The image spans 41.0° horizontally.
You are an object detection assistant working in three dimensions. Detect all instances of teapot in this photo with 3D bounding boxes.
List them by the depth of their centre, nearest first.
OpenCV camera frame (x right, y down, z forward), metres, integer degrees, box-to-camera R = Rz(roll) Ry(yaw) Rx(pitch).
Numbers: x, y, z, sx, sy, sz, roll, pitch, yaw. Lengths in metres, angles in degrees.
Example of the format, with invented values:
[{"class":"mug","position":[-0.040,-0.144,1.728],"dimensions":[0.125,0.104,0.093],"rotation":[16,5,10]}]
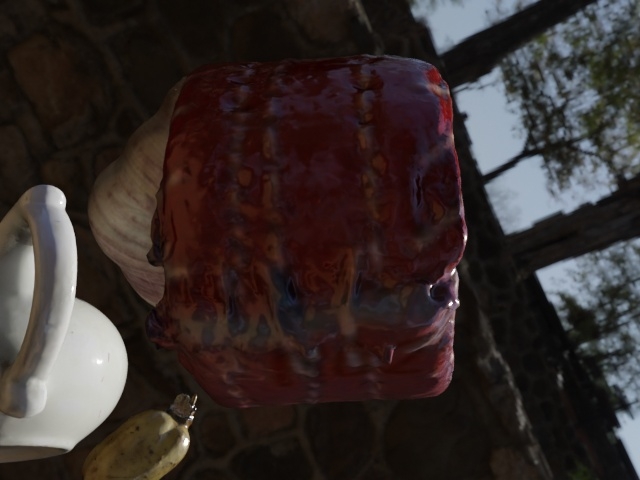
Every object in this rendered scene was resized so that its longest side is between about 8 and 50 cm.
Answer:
[{"class":"teapot","position":[-0.229,0.075,0.574],"dimensions":[0.204,0.298,0.139],"rotation":[15,63,-40]}]

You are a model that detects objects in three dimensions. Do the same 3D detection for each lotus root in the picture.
[{"class":"lotus root","position":[-0.176,0.205,0.838],"dimensions":[0.072,0.152,0.063],"rotation":[20,-35,50]}]

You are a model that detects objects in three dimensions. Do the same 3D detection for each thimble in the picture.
[{"class":"thimble","position":[0.000,-0.003,0.413],"dimensions":[0.189,0.125,0.163],"rotation":[41,48,-83]}]

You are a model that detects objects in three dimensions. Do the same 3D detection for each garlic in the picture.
[{"class":"garlic","position":[-0.042,-0.008,0.738],"dimensions":[0.253,0.245,0.245],"rotation":[42,-8,27]}]
